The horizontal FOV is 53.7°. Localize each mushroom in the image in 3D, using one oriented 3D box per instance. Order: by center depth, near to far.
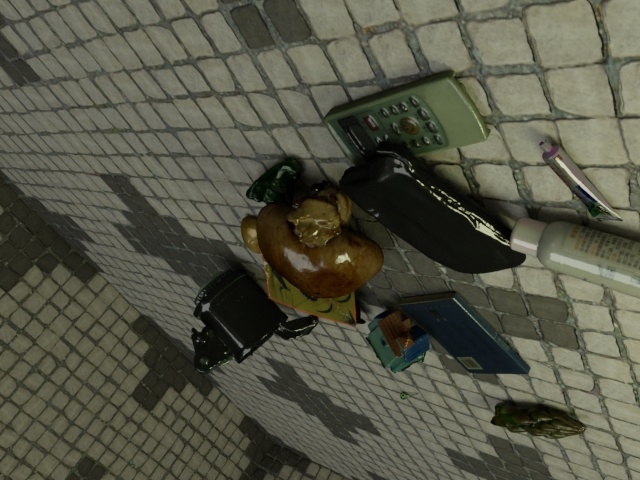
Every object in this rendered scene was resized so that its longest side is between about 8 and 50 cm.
[{"bbox_3d":[-0.007,0.005,1.288,0.263,0.195,0.283,25,152,23],"label":"mushroom"}]

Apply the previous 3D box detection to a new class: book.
[{"bbox_3d":[0.326,0.216,1.442,0.269,0.025,0.191,44,152,-16],"label":"book"}]

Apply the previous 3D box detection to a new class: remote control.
[{"bbox_3d":[0.127,-0.181,0.993,0.285,0.038,0.123,-2,135,51],"label":"remote control"}]

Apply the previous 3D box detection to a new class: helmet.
[{"bbox_3d":[0.069,0.175,1.641,0.111,0.057,0.089,13,-176,12],"label":"helmet"}]

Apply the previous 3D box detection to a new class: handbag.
[{"bbox_3d":[0.186,-0.047,1.077,0.332,0.075,0.191,35,157,-19],"label":"handbag"}]

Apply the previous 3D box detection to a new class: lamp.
[{"bbox_3d":[-0.233,0.212,1.879,0.272,0.374,0.205,65,164,12],"label":"lamp"}]

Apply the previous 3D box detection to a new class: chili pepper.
[{"bbox_3d":[-0.088,-0.111,1.345,0.108,0.062,0.216,32,154,-9],"label":"chili pepper"}]

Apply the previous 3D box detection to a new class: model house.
[{"bbox_3d":[0.195,0.224,1.491,0.148,0.119,0.149,62,158,15],"label":"model house"}]

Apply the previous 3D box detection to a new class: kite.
[{"bbox_3d":[-0.023,0.100,1.564,0.327,0.013,0.377,45,138,-3],"label":"kite"}]

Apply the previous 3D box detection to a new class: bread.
[{"bbox_3d":[-0.168,-0.008,1.613,0.082,0.056,0.115,25,153,18],"label":"bread"}]

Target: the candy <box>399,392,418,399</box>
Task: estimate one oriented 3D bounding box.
[{"bbox_3d":[0.276,0.478,1.950,0.025,0.023,0.083,49,142,-10],"label":"candy"}]

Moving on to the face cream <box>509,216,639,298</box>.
[{"bbox_3d":[0.420,0.026,0.949,0.269,0.082,0.082,20,150,29],"label":"face cream"}]

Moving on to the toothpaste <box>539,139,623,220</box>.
[{"bbox_3d":[0.364,-0.082,0.894,0.170,0.028,0.045,41,164,-19],"label":"toothpaste"}]

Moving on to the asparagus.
[{"bbox_3d":[0.513,0.439,1.537,0.080,0.080,0.287,47,151,-23],"label":"asparagus"}]
